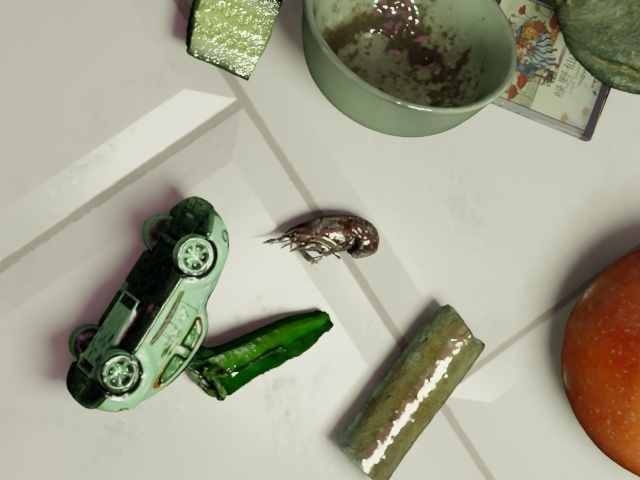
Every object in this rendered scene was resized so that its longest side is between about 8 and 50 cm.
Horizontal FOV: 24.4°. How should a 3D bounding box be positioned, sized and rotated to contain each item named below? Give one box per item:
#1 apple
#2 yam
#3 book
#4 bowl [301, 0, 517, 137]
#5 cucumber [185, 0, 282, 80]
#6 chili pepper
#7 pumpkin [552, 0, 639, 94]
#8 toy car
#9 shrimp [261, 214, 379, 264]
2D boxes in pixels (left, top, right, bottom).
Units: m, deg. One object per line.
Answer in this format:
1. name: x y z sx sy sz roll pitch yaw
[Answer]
1. apple: 0.500 0.173 2.027 0.348 0.277 0.349 -2 96 -14
2. yam: 0.126 0.212 2.032 0.093 0.093 0.259 38 86 -16
3. book: 0.304 -0.249 2.057 0.231 0.026 0.157 20 91 -16
4. bowl: 0.095 -0.235 1.919 0.289 0.146 0.289 11 52 -14
5. cucumber: -0.119 -0.282 1.924 0.115 0.062 0.116 22 98 -14
6. chili pepper: -0.079 0.150 1.983 0.216 0.108 0.062 -19 68 -20
7. pumpkin: 0.433 -0.360 1.955 0.257 0.291 0.328 -19 115 30
8. toy car: -0.207 0.093 1.911 0.125 0.136 0.306 36 85 -30
9. shrimp: 0.000 0.000 1.991 0.165 0.056 0.065 -8 105 -11
